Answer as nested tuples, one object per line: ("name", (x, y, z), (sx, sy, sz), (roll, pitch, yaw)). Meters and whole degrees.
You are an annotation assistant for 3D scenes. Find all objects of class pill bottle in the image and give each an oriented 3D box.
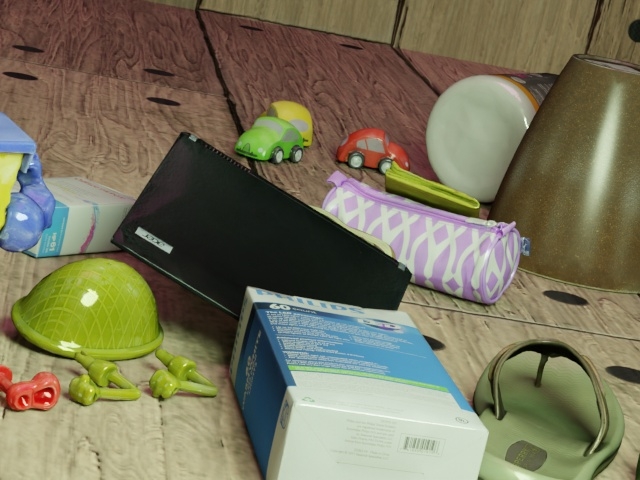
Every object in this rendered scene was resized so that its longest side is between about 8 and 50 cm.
("pill bottle", (0.267, -0.136, 2.370), (0.162, 0.162, 0.278), (19, 15, 30))

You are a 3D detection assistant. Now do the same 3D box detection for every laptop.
("laptop", (-0.056, 0.025, 1.573), (0.234, 0.136, 0.264), (32, -13, -4))

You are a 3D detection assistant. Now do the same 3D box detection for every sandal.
("sandal", (0.170, 0.122, 1.357), (0.120, 0.086, 0.303), (14, 13, 8))

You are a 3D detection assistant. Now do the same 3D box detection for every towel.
("towel", (0.119, -0.034, 1.910), (0.102, 0.021, 0.237), (20, -9, 7))

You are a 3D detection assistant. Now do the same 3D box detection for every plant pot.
("plant pot", (0.304, -0.083, 2.027), (0.215, 0.230, 0.215), (11, 14, -3))

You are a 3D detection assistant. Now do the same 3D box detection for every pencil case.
("pencil case", (0.098, -0.002, 1.817), (0.206, 0.088, 0.086), (15, 41, 25))

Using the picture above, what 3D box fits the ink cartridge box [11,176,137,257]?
("ink cartridge box", (-0.242, -0.023, 1.693), (0.088, 0.052, 0.122), (22, 18, 36))

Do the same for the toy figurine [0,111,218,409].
("toy figurine", (-0.233, -0.012, 1.293), (0.362, 0.217, 0.191), (1, 17, -36))

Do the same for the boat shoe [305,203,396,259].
("boat shoe", (0.000, 0.000, 1.796), (0.152, 0.056, 0.049), (18, 9, 24))

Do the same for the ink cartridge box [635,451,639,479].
("ink cartridge box", (0.335, 0.184, 1.294), (0.209, 0.062, 0.109), (12, 13, 1))

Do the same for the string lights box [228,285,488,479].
("string lights box", (0.019, 0.112, 1.294), (0.133, 0.077, 0.260), (9, 13, -11))

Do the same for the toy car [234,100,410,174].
("toy car", (-0.025, -0.134, 2.345), (0.239, 0.053, 0.225), (19, 15, 30))
